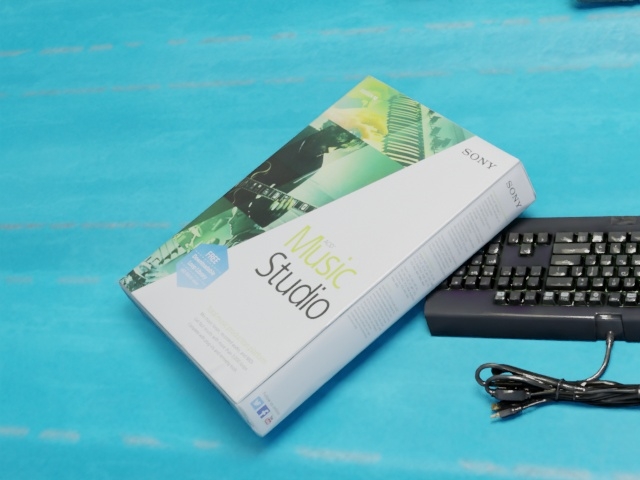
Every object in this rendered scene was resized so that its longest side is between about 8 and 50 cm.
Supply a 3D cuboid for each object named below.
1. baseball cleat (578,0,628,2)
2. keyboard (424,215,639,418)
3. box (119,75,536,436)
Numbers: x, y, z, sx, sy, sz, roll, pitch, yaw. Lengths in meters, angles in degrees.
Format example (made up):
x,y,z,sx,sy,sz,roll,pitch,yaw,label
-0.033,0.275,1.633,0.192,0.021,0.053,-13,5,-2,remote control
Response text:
x,y,z,sx,sy,sz,roll,pitch,yaw,label
0.339,-0.252,1.231,0.206,0.072,0.109,-16,56,16,baseball cleat
0.237,0.056,1.052,0.317,0.033,0.201,-1,53,23,keyboard
0.000,0.000,1.163,0.322,0.058,0.232,-39,41,-12,box
